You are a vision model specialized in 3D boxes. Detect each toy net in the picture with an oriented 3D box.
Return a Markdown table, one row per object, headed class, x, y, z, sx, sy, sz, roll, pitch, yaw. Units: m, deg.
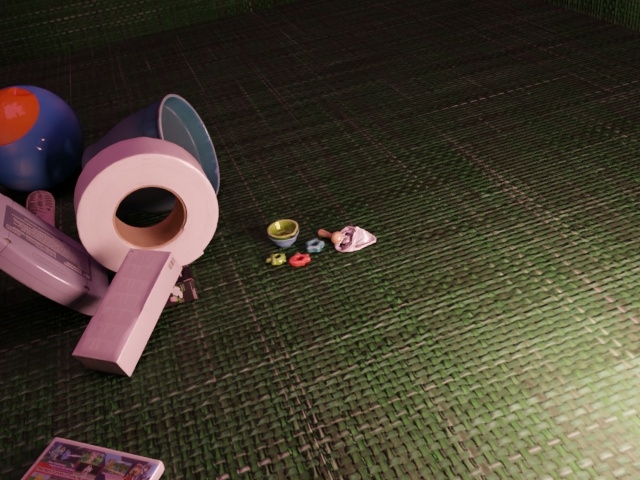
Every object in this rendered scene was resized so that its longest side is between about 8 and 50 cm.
| class | x | y | z | sx | sy | sz | roll | pitch | yaw |
| --- | --- | --- | --- | --- | --- | --- | --- | --- | --- |
| toy net | 0.000 | 0.000 | 1.391 | 0.233 | 0.045 | 0.122 | -4 | 33 | 8 |

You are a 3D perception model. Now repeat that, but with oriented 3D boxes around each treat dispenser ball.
| class | x | y | z | sx | sy | sz | roll | pitch | yaw |
| --- | --- | --- | --- | --- | --- | --- | --- | --- | --- |
| treat dispenser ball | -0.796 | -0.275 | 1.782 | 0.289 | 0.288 | 0.288 | -6 | 33 | 4 |

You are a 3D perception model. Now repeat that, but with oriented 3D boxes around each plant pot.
| class | x | y | z | sx | sy | sz | roll | pitch | yaw |
| --- | --- | --- | --- | --- | --- | --- | --- | --- | --- |
| plant pot | -0.424 | -0.188 | 1.605 | 0.256 | 0.271 | 0.271 | -16 | 31 | 16 |

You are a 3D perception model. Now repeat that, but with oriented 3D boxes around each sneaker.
| class | x | y | z | sx | sy | sz | roll | pitch | yaw |
| --- | --- | --- | --- | --- | --- | --- | --- | --- | --- |
| sneaker | -0.650 | 0.005 | 1.528 | 0.083 | 0.118 | 0.221 | 4 | 60 | -14 |

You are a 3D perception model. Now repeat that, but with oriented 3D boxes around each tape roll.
| class | x | y | z | sx | sy | sz | roll | pitch | yaw |
| --- | --- | --- | --- | --- | --- | --- | --- | --- | --- |
| tape roll | -0.361 | -0.066 | 1.366 | 0.287 | 0.286 | 0.100 | -19 | 34 | -14 |

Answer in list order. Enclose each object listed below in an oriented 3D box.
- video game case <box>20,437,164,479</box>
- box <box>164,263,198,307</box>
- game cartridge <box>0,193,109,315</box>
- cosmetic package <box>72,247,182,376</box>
| class | x | y | z | sx | sy | sz | roll | pitch | yaw |
| --- | --- | --- | --- | --- | --- | --- | --- | --- | --- |
| video game case | -0.354 | 0.375 | 0.933 | 0.202 | 0.023 | 0.183 | 4 | 36 | 21 |
| box | -0.295 | 0.093 | 1.317 | 0.083 | 0.052 | 0.062 | -15 | 34 | -10 |
| game cartridge | -0.548 | 0.028 | 1.288 | 0.062 | 0.297 | 0.198 | -42 | 35 | 11 |
| cosmetic package | -0.352 | 0.127 | 1.214 | 0.099 | 0.060 | 0.238 | 6 | 54 | 19 |
